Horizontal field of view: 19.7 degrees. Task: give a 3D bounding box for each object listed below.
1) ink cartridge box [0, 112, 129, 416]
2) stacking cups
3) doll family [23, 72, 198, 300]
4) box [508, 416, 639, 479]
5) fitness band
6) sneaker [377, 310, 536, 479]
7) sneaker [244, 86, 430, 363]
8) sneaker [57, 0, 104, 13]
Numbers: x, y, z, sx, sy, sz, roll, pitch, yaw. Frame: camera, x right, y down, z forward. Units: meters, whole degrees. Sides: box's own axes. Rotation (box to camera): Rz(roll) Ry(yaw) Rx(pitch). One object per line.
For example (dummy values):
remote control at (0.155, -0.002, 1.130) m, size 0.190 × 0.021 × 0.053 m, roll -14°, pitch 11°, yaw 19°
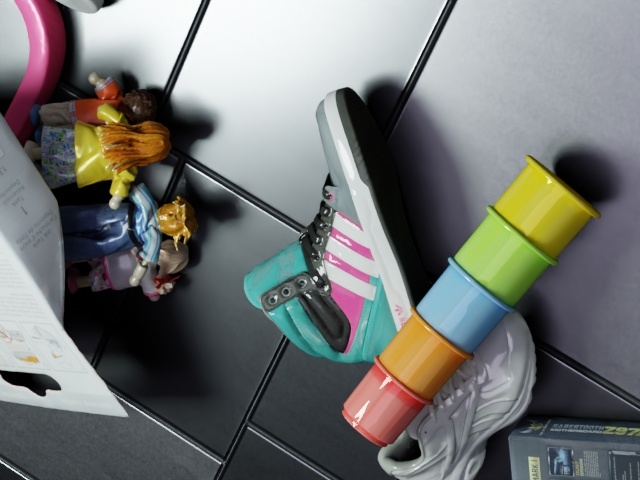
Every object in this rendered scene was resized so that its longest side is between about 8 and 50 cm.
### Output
ink cartridge box at (-0.371, 0.018, 2.021) m, size 0.308 × 0.091 × 0.385 m, roll 1°, pitch 130°, yaw 48°
stacking cups at (0.137, 0.062, 1.815) m, size 0.096 × 0.096 × 0.316 m, roll 42°, pitch 100°, yaw 6°
doll family at (-0.217, -0.045, 1.960) m, size 0.163 × 0.118 × 0.263 m, roll -8°, pitch 105°, yaw 10°
box at (0.295, 0.300, 1.896) m, size 0.183 × 0.059 × 0.233 m, roll 0°, pitch 108°, yaw 23°
fitness band at (-0.399, -0.191, 2.041) m, size 0.209 × 0.054 × 0.291 m, roll 37°, pitch 119°, yaw 8°
sneaker at (0.135, 0.167, 1.878) m, size 0.090 × 0.115 × 0.232 m, roll 54°, pitch 127°, yaw 47°
sneaker at (0.000, 0.000, 1.897) m, size 0.178 × 0.124 × 0.295 m, roll -13°, pitch 102°, yaw 17°
sneaker at (-0.291, -0.345, 1.931) m, size 0.217 × 0.121 × 0.079 m, roll 37°, pitch 161°, yaw -23°
